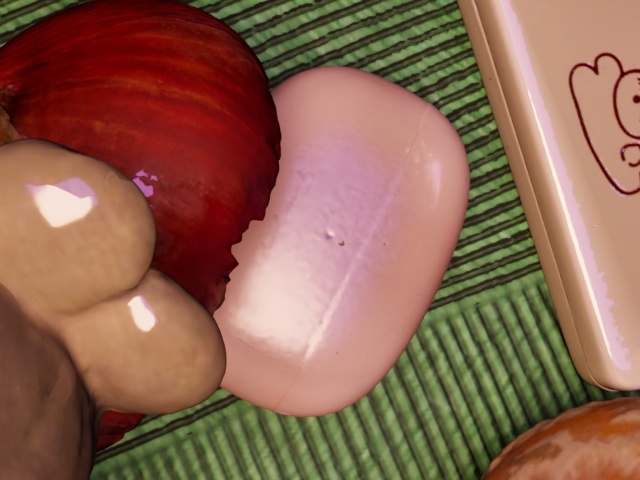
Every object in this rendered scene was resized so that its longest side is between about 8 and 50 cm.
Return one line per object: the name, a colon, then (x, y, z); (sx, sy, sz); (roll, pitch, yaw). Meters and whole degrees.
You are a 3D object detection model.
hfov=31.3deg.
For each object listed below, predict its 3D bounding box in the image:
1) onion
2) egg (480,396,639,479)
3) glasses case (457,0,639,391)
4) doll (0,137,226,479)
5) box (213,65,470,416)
onion: (-0.124, -0.011, 0.568); (0.161, 0.248, 0.248); (35, 84, -9)
egg: (0.158, 0.191, 0.610); (0.233, 0.195, 0.195); (-44, 92, -9)
glasses case: (0.178, -0.074, 0.685); (0.131, 0.070, 0.313); (-17, 89, -7)
doll: (-0.234, 0.143, 0.392); (0.252, 0.378, 0.382); (45, 58, -33)
box: (0.000, 0.000, 0.652); (0.146, 0.088, 0.200); (28, 85, -3)
